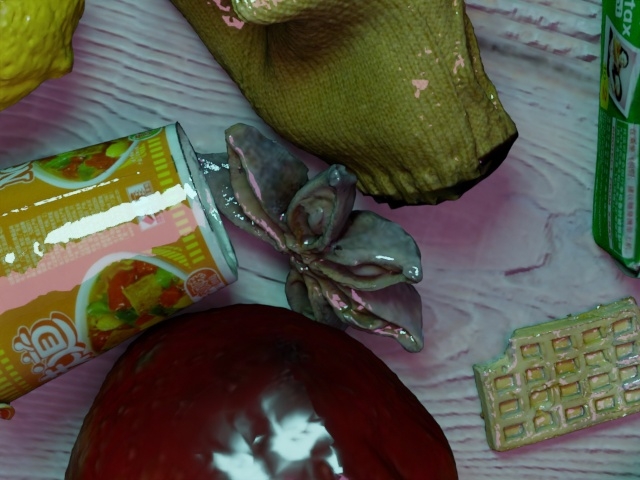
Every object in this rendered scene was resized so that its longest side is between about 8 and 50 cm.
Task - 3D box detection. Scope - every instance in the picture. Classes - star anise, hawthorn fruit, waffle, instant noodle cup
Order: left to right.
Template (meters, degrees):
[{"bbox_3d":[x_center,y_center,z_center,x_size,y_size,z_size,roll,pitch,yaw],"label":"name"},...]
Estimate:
[{"bbox_3d":[-0.158,0.008,1.297,0.185,0.168,0.168,-22,104,2],"label":"instant noodle cup"},{"bbox_3d":[-0.034,0.177,1.292,0.265,0.307,0.265,-3,100,-17],"label":"hawthorn fruit"},{"bbox_3d":[0.007,-0.004,1.347,0.208,0.172,0.063,50,62,-15],"label":"star anise"},{"bbox_3d":[0.182,0.101,1.462,0.135,0.021,0.092,-14,104,-8],"label":"waffle"}]

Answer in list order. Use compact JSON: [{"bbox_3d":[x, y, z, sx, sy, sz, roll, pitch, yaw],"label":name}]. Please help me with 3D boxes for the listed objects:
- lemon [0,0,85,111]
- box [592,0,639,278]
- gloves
[{"bbox_3d":[-0.247,-0.168,1.252,0.193,0.180,0.180,29,95,15],"label":"lemon"},{"bbox_3d":[0.292,-0.096,1.403,0.180,0.103,0.250,-2,101,-9],"label":"box"},{"bbox_3d":[-0.008,-0.171,1.298,0.356,0.203,0.155,44,73,-26],"label":"gloves"}]
